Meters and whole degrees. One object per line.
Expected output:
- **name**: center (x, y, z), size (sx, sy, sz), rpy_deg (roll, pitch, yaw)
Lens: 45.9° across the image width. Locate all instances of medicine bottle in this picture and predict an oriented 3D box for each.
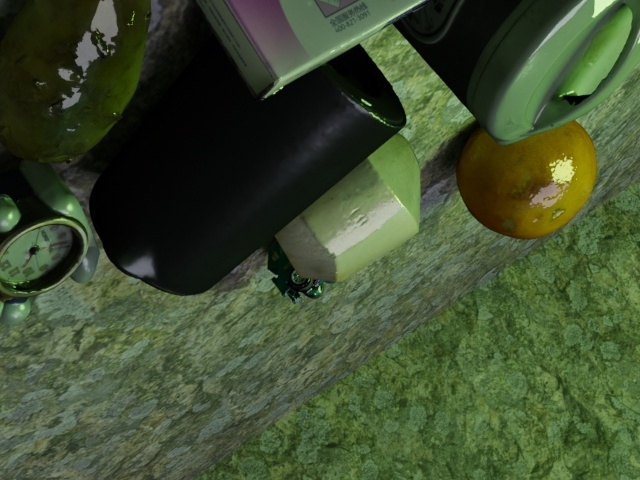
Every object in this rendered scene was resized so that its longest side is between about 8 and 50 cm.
- **medicine bottle**: center (-0.015, -0.235, 0.630), size (0.201, 0.171, 0.052), rpy_deg (-34, -172, -23)

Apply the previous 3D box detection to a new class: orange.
- **orange**: center (0.389, -0.130, 1.430), size (0.261, 0.261, 0.261), rpy_deg (-31, 159, -13)

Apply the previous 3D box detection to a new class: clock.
- **clock**: center (-0.347, 0.033, 0.743), size (0.243, 0.146, 0.199), rpy_deg (-34, 155, -19)

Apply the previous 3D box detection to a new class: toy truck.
- **toy truck**: center (0.000, 0.000, 1.274), size (0.216, 0.116, 0.110), rpy_deg (-44, 161, 0)

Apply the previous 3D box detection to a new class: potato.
- **potato**: center (-0.204, -0.157, 0.625), size (0.117, 0.090, 0.225), rpy_deg (-4, 136, -45)

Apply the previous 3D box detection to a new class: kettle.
- **kettle**: center (-0.091, -0.116, 0.825), size (0.203, 0.262, 0.308), rpy_deg (33, 118, -31)

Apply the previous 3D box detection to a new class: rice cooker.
- **rice cooker**: center (0.223, -0.265, 0.804), size (0.288, 0.277, 0.288), rpy_deg (-30, 160, -12)

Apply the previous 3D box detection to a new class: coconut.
- **coconut**: center (0.031, -0.065, 1.038), size (0.241, 0.241, 0.241), rpy_deg (-31, 159, -13)
